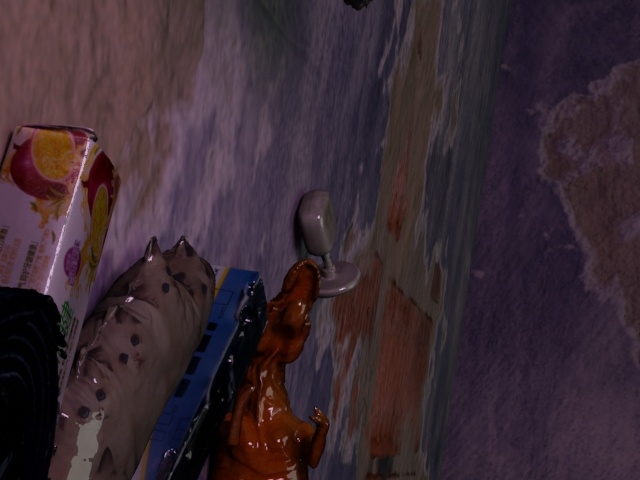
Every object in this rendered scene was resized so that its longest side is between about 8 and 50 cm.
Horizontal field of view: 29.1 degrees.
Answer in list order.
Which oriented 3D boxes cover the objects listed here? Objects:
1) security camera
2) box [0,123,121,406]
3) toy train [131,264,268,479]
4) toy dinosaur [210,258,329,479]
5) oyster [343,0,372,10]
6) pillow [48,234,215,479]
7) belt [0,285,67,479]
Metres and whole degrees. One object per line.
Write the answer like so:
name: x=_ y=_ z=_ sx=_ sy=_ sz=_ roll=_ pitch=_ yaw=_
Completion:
security camera: x=0.000 y=0.000 z=1.077 sx=0.058 sy=0.058 sz=0.092 roll=-64 pitch=145 yaw=-54
box: x=-0.133 y=0.052 z=0.528 sx=0.050 sy=0.041 sz=0.207 roll=75 pitch=26 yaw=-69
toy train: x=-0.090 y=0.114 z=0.725 sx=0.052 sy=0.051 sz=0.234 roll=83 pitch=22 yaw=-46
toy dinosaur: x=-0.049 y=0.233 z=0.888 sx=0.208 sy=0.097 sz=0.432 roll=-72 pitch=170 yaw=-74
oyster: x=0.033 y=-0.280 z=0.785 sx=0.259 sy=0.198 sz=0.092 roll=60 pitch=17 yaw=13
pillow: x=-0.105 y=0.068 z=0.635 sx=0.241 sy=0.051 sz=0.093 roll=-64 pitch=157 yaw=-48
belt: x=-0.150 y=0.098 z=0.398 sx=0.198 sy=0.078 sz=0.151 roll=-70 pitch=167 yaw=-51
